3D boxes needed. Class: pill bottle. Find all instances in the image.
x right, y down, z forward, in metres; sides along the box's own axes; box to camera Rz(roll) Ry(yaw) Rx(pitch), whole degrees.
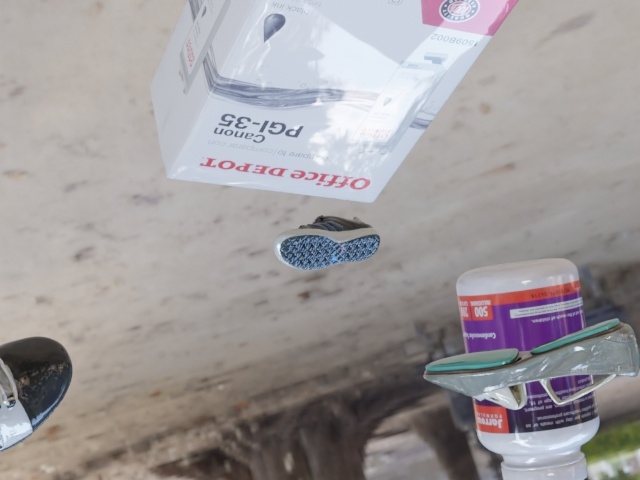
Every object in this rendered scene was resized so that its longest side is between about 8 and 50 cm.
[{"bbox_3d":[0.308,0.193,1.820,0.182,0.322,0.181,-8,180,0],"label":"pill bottle"}]

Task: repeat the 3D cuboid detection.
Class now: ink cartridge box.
[{"bbox_3d":[0.007,-0.165,0.998,0.207,0.117,0.283,6,141,-26],"label":"ink cartridge box"}]

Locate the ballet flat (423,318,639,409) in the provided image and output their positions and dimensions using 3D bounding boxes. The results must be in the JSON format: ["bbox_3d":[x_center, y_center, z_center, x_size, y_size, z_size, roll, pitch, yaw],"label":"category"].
[{"bbox_3d":[0.205,0.132,1.206,0.213,0.068,0.072,-16,-178,21],"label":"ballet flat"}]

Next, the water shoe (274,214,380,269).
[{"bbox_3d":[0.000,0.000,2.034,0.203,0.080,0.073,0,120,-35],"label":"water shoe"}]

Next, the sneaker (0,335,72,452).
[{"bbox_3d":[-0.421,0.195,1.409,0.331,0.122,0.146,-27,171,-31],"label":"sneaker"}]
